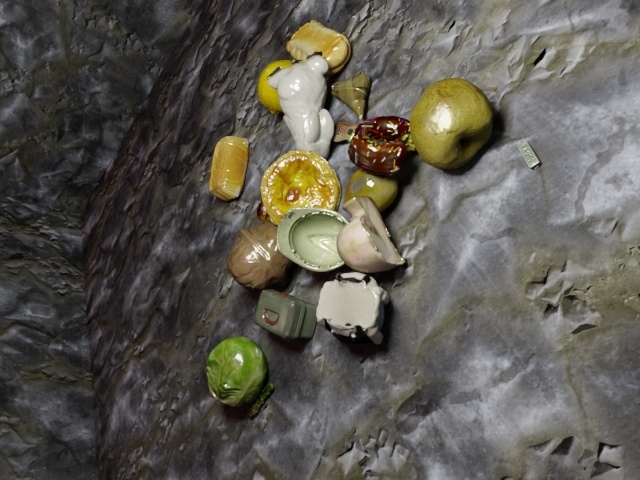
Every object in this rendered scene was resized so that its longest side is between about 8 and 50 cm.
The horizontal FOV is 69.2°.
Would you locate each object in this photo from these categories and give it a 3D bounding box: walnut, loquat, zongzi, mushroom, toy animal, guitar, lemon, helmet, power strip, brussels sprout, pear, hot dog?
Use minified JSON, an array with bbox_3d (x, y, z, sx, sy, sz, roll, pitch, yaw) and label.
[{"bbox_3d":[-0.211,0.058,1.670,0.273,0.273,0.227,8,112,47],"label":"walnut"},{"bbox_3d":[0.150,-0.151,1.434,0.195,0.152,0.152,-42,50,41],"label":"loquat"},{"bbox_3d":[0.102,-0.494,1.650,0.160,0.078,0.176,-5,77,50],"label":"zongzi"},{"bbox_3d":[0.100,0.009,1.331,0.173,0.162,0.236,-30,86,26],"label":"mushroom"},{"bbox_3d":[-0.043,-0.459,1.675,0.258,0.194,0.357,-25,82,50],"label":"toy animal"},{"bbox_3d":[0.149,-0.362,1.580,0.271,0.038,0.083,19,95,43],"label":"guitar"},{"bbox_3d":[-0.155,-0.620,1.870,0.192,0.192,0.231,47,119,44],"label":"lemon"},{"bbox_3d":[-0.003,-0.001,1.526,0.258,0.137,0.204,18,87,10],"label":"helmet"},{"bbox_3d":[0.521,-0.214,1.161,0.027,0.017,0.083,-35,55,31],"label":"power strip"},{"bbox_3d":[-0.299,0.463,1.653,0.244,0.244,0.244,-17,65,42],"label":"brussels sprout"},{"bbox_3d":[0.343,-0.318,1.253,0.228,0.188,0.211,-49,50,26],"label":"pear"},{"bbox_3d":[-0.159,-0.177,1.795,0.270,0.082,0.162,-61,32,10],"label":"hot dog"},{"bbox_3d":[0.109,0.198,1.350,0.208,0.156,0.204,2,76,39],"label":"toy animal"}]

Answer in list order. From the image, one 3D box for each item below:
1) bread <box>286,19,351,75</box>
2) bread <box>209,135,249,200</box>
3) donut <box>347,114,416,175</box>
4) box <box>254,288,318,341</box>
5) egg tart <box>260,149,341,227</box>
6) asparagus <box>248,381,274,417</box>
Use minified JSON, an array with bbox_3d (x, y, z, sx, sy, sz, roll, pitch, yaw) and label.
[{"bbox_3d":[-0.002,-0.735,1.792,0.173,0.121,0.311,-41,49,2],"label":"bread"},{"bbox_3d":[-0.409,-0.326,2.088,0.152,0.119,0.288,-11,68,47],"label":"bread"},{"bbox_3d":[0.191,-0.296,1.383,0.230,0.096,0.216,-38,52,-25],"label":"donut"},{"bbox_3d":[-0.118,0.255,1.582,0.210,0.129,0.148,12,87,47],"label":"box"},{"bbox_3d":[-0.069,-0.169,1.635,0.116,0.295,0.294,-177,104,-87],"label":"egg tart"},{"bbox_3d":[-0.213,0.571,1.647,0.036,0.030,0.165,42,107,34],"label":"asparagus"}]
